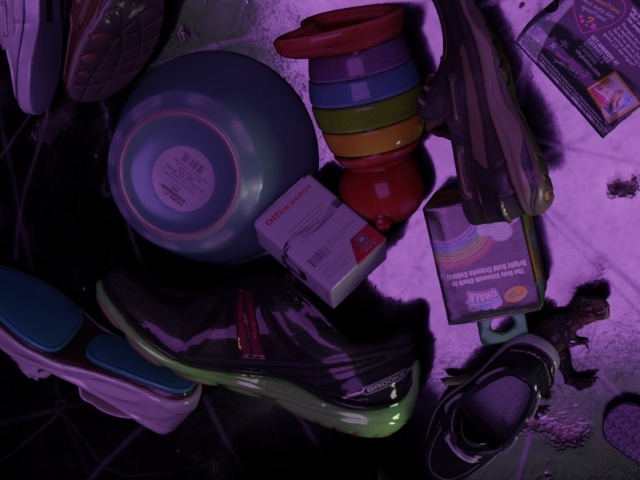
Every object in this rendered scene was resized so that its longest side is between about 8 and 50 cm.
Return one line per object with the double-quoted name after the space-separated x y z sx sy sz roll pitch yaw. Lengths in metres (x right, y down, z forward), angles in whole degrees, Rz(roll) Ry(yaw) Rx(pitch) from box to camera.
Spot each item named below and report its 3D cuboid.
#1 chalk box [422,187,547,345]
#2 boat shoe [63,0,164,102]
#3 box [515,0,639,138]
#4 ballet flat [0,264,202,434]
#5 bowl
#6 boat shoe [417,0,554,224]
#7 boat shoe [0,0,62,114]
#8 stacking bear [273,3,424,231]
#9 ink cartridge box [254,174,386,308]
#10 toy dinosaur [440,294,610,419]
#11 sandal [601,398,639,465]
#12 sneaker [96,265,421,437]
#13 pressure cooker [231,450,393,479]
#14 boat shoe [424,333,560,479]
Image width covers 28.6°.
0.230 0.033 1.702 0.132 0.132 0.213 -11 100 14 "chalk box"
-0.288 -0.345 1.767 0.116 0.123 0.324 49 122 35 "boat shoe"
0.350 -0.243 1.550 0.142 0.247 0.163 -42 90 16 "box"
-0.371 0.178 1.890 0.400 0.139 0.139 26 107 6 "ballet flat"
-0.172 -0.105 1.753 0.311 0.163 0.312 3 101 13 "bowl"
0.184 -0.181 1.606 0.130 0.132 0.355 -22 63 14 "boat shoe"
-0.428 -0.312 1.816 0.084 0.095 0.258 5 92 17 "boat shoe"
0.064 -0.159 1.694 0.164 0.175 0.289 -6 110 22 "stacking bear"
0.000 0.000 1.711 0.109 0.063 0.150 -43 67 -16 "ink cartridge box"
0.309 0.175 1.753 0.268 0.064 0.118 -34 89 22 "toy dinosaur"
0.503 0.316 1.742 0.097 0.054 0.254 -45 79 11 "sandal"
-0.083 0.121 1.793 0.482 0.185 0.202 18 92 3 "sneaker"
-0.014 0.549 1.738 0.375 0.370 0.420 -22 100 -12 "pressure cooker"
0.217 0.248 1.727 0.114 0.091 0.302 33 129 8 "boat shoe"
